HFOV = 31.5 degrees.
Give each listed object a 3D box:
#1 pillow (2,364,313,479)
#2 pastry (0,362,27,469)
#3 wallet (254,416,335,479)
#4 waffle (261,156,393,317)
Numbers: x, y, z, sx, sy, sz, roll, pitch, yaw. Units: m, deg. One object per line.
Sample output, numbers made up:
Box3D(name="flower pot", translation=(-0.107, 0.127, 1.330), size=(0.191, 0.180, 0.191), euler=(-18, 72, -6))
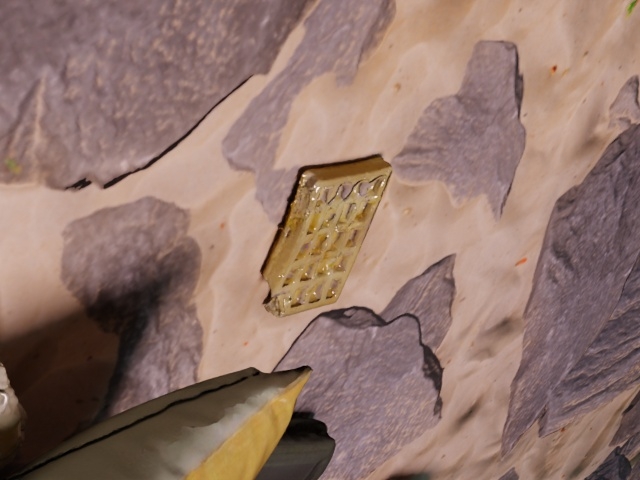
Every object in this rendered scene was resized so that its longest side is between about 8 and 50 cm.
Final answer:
Box3D(name="pillow", translation=(-0.178, 0.208, 0.671), size=(0.310, 0.119, 0.312), euler=(-41, 178, 38))
Box3D(name="pastry", translation=(-0.274, 0.137, 0.602), size=(0.258, 0.089, 0.121), euler=(-32, 140, -30))
Box3D(name="wallet", translation=(-0.097, 0.259, 1.010), size=(0.168, 0.052, 0.245), euler=(6, 124, -50))
Box3D(name="waffle", translation=(0.000, 0.000, 0.845), size=(0.092, 0.021, 0.135), euler=(-14, 136, -45))
